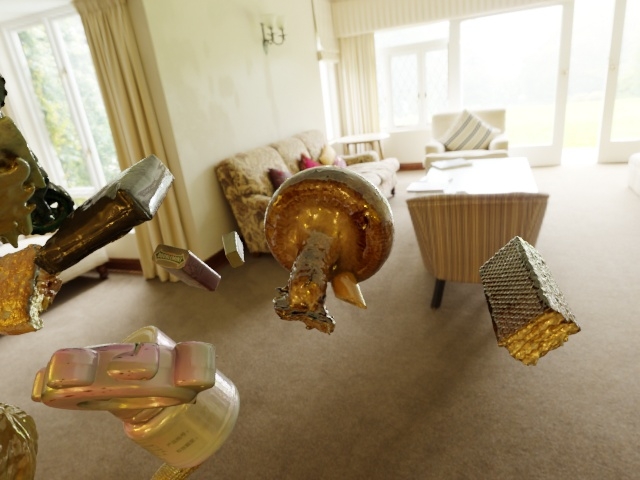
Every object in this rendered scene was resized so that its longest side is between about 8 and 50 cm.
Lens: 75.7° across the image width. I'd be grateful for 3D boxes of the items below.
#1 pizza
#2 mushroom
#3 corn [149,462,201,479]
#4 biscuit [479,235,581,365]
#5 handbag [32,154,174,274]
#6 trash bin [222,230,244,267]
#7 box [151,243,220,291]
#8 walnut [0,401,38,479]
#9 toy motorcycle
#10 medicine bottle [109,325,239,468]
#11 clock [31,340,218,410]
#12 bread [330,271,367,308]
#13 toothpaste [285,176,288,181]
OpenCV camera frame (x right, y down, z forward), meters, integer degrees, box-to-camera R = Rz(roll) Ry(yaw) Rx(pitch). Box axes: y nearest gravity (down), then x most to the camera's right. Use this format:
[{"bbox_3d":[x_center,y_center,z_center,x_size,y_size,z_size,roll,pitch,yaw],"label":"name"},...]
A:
[{"bbox_3d":[-0.898,0.133,1.240,0.409,0.114,0.277,24,71,34],"label":"pizza"},{"bbox_3d":[-0.013,-0.008,1.030,0.331,0.334,0.356,23,33,35],"label":"mushroom"},{"bbox_3d":[-0.476,0.776,1.452,0.102,0.101,0.313,7,21,35],"label":"corn"},{"bbox_3d":[0.353,0.098,0.719,0.070,0.106,0.252,34,30,-7],"label":"biscuit"},{"bbox_3d":[-0.400,-0.061,0.773,0.223,0.080,0.247,-28,28,6],"label":"handbag"},{"bbox_3d":[-0.249,0.027,1.177,0.043,0.060,0.092,-21,37,-1],"label":"trash bin"},{"bbox_3d":[-0.413,0.089,1.289,0.120,0.224,0.069,12,69,16],"label":"box"},{"bbox_3d":[-0.570,0.362,0.646,0.228,0.227,0.228,-6,20,2],"label":"walnut"},{"bbox_3d":[-0.631,-0.132,0.754,0.237,0.410,0.169,-35,59,-27],"label":"toy motorcycle"},{"bbox_3d":[-0.374,0.380,1.014,0.241,0.302,0.241,-27,29,17],"label":"medicine bottle"},{"bbox_3d":[-0.324,0.231,0.691,0.248,0.090,0.228,15,-34,-37],"label":"clock"},{"bbox_3d":[0.063,0.122,0.966,0.062,0.049,0.103,-15,54,-6],"label":"bread"},{"bbox_3d":[-0.099,-0.187,1.443,0.027,0.083,0.019,-26,-13,-39],"label":"toothpaste"}]
